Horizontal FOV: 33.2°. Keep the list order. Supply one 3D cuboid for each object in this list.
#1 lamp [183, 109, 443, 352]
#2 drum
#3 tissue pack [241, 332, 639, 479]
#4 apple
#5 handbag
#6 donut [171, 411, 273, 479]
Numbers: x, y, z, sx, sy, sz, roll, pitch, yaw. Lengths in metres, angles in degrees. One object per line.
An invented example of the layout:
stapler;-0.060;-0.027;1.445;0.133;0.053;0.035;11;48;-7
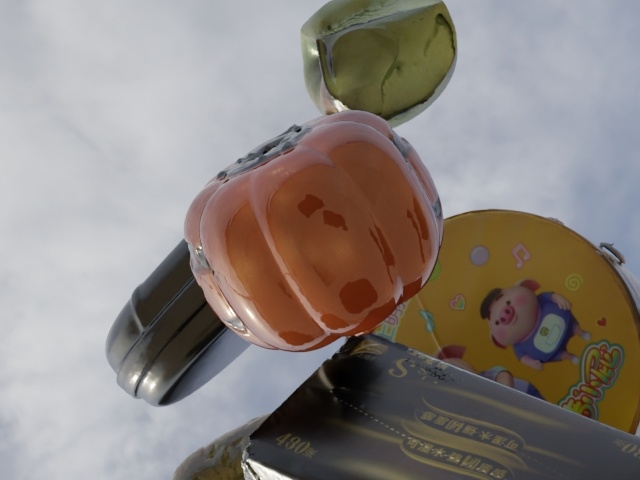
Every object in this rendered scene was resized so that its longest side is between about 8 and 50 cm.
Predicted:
lamp;0.000;0.000;0.786;0.188;0.188;0.163;-33;-74;-15
drum;0.256;0.175;1.431;0.214;0.431;0.431;23;-90;-58
tissue pack;0.136;0.256;0.967;0.210;0.370;0.198;-39;-44;-41
apple;0.076;-0.240;1.424;0.188;0.207;0.173;-16;-37;-12
handbag;-0.084;0.040;1.074;0.308;0.254;0.093;-46;-98;11
donut;-0.064;0.324;1.304;0.261;0.208;0.128;-34;-36;7
